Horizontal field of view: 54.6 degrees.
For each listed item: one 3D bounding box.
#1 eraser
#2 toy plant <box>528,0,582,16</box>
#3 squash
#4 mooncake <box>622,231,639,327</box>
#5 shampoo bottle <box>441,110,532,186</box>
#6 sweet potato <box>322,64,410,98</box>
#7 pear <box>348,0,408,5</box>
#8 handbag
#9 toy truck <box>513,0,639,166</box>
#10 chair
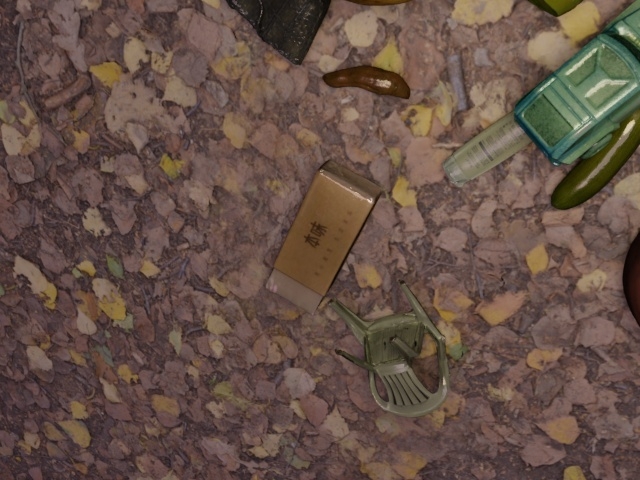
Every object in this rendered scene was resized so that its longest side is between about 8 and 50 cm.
[{"bbox_3d":[0.000,0.000,1.386,0.144,0.078,0.343,29,120,6],"label":"eraser"},{"bbox_3d":[0.415,-0.523,0.953,0.224,0.184,0.316,42,111,17],"label":"toy plant"},{"bbox_3d":[0.522,-0.151,1.140,0.069,0.069,0.258,33,121,2],"label":"squash"},{"bbox_3d":[0.738,0.095,1.123,0.334,0.174,0.325,-13,107,25],"label":"mooncake"},{"bbox_3d":[0.336,-0.185,1.199,0.212,0.049,0.072,-33,95,28],"label":"shampoo bottle"},{"bbox_3d":[0.089,-0.318,1.221,0.182,0.054,0.053,13,109,16],"label":"sweet potato"},{"bbox_3d":[0.101,-0.520,0.984,0.314,0.314,0.314,8,116,16],"label":"pear"},{"bbox_3d":[-0.098,-0.483,1.197,0.270,0.088,0.175,44,127,-4],"label":"handbag"},{"bbox_3d":[0.467,-0.254,1.026,0.279,0.156,0.155,-41,74,22],"label":"toy truck"},{"bbox_3d":[0.160,0.254,1.393,0.203,0.190,0.274,-19,135,26],"label":"chair"}]
